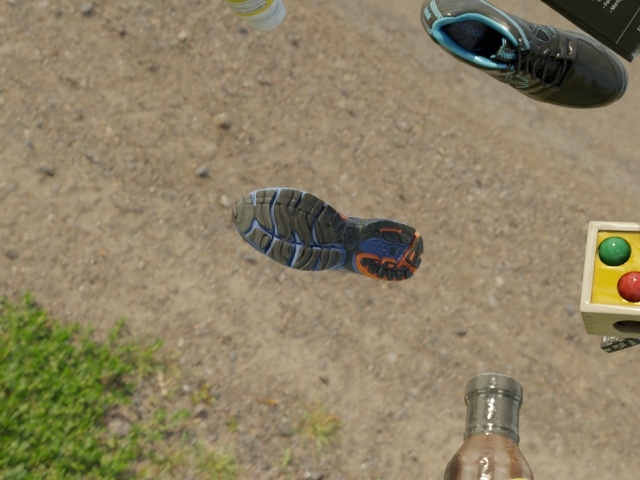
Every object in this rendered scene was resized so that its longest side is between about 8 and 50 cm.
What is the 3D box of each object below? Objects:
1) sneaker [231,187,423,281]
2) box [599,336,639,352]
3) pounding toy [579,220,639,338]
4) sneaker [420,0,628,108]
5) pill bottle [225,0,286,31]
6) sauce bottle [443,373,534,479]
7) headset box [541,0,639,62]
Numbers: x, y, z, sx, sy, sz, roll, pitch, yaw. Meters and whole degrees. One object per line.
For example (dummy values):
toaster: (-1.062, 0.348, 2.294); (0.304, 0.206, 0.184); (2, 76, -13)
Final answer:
sneaker: (0.000, 0.000, 1.189); (0.221, 0.087, 0.083); (18, 82, -28)
box: (0.435, 0.115, 1.570); (0.018, 0.067, 0.083); (34, 58, -16)
pounding toy: (0.432, 0.075, 1.368); (0.094, 0.206, 0.181); (55, 42, -58)
sneaker: (0.308, -0.275, 1.679); (0.341, 0.125, 0.139); (20, 25, -3)
pill bottle: (-0.084, -0.295, 1.269); (0.116, 0.065, 0.065); (53, 18, -53)
sauce bottle: (0.189, 0.315, 1.253); (0.111, 0.111, 0.344); (25, 54, -23)
headset box: (0.101, -0.267, 0.478); (0.283, 0.246, 0.131); (36, 39, 12)
